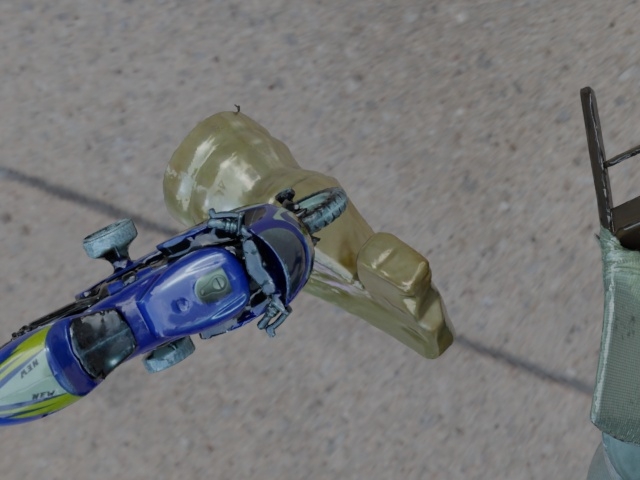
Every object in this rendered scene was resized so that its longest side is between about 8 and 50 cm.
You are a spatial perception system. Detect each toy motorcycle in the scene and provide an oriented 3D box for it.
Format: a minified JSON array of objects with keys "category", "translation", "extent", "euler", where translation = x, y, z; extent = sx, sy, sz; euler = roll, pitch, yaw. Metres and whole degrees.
[{"category":"toy motorcycle","translation":[-0.108,0.040,1.157],"extent":[0.315,0.169,0.113],"euler":[-28,101,-11]}]

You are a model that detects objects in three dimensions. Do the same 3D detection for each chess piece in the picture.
[{"category":"chess piece","translation":[0.000,0.000,1.497],"extent":[0.301,0.137,0.137],"euler":[34,114,27]}]

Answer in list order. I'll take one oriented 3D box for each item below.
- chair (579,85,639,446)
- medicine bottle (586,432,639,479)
[{"category":"chair","translation":[0.330,0.006,1.413],"extent":[0.186,0.160,0.319],"euler":[-23,58,42]},{"category":"medicine bottle","translation":[0.396,0.267,1.683],"extent":[0.245,0.245,0.290],"euler":[9,147,18]}]
